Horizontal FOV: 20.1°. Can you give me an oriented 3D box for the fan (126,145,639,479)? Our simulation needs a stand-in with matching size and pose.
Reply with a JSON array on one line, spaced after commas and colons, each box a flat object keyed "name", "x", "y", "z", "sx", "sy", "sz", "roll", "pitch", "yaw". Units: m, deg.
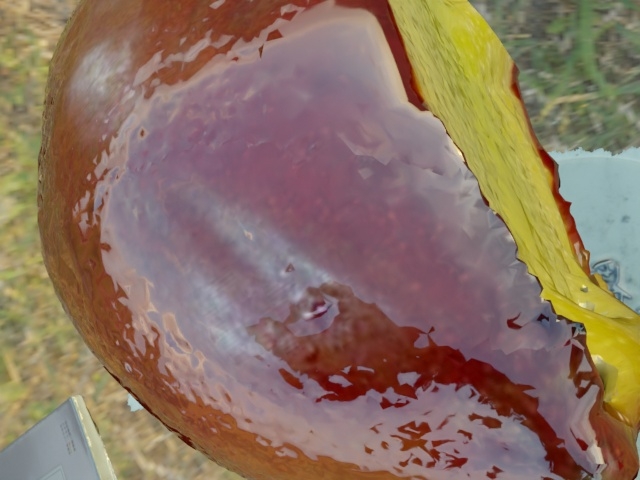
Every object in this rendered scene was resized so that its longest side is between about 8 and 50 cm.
[{"name": "fan", "x": 0.066, "y": 0.066, "z": 1.066, "sx": 0.415, "sy": 0.012, "sz": 0.233, "roll": -11, "pitch": 64, "yaw": 21}]

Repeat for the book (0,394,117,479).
[{"name": "book", "x": -0.174, "y": 0.185, "z": 1.133, "sx": 0.182, "sy": 0.014, "sz": 0.127, "roll": -37, "pitch": 70, "yaw": 44}]

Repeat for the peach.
[{"name": "peach", "x": 0.000, "y": 0.000, "z": 0.759, "sx": 0.201, "sy": 0.258, "sz": 0.361, "roll": -31, "pitch": 44, "yaw": 11}]
